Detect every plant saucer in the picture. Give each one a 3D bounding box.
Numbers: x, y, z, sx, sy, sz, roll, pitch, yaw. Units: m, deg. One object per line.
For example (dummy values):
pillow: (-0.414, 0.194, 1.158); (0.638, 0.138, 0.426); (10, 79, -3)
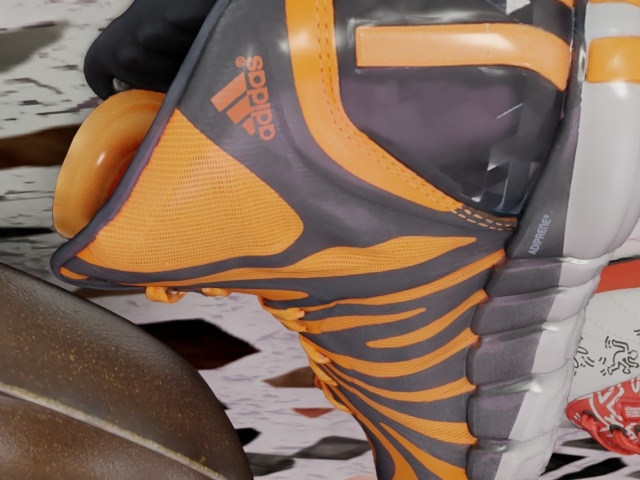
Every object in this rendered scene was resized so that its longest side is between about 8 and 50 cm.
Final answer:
plant saucer: (-0.166, 0.042, 0.686); (0.310, 0.050, 0.310); (14, 163, 4)

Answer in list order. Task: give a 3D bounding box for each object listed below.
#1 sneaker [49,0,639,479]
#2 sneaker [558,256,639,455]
sneaker: (0.000, 0.000, 0.641); (0.180, 0.125, 0.321); (3, 145, -2)
sneaker: (0.174, 0.080, 0.779); (0.270, 0.145, 0.090); (-18, 151, 31)
